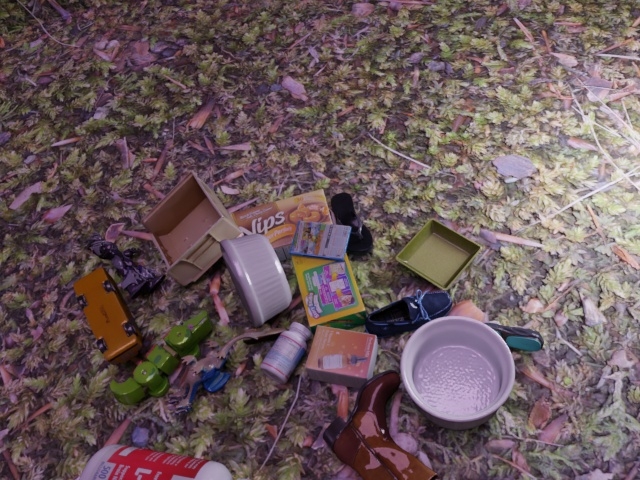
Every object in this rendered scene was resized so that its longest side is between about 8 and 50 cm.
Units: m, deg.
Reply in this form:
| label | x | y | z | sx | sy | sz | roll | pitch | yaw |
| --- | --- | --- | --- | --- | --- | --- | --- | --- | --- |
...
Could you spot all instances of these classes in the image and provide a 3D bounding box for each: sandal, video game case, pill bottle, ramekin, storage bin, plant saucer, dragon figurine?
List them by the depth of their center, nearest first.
| label | x | y | z | sx | sy | sz | roll | pitch | yaw |
| --- | --- | --- | --- | --- | --- | --- | --- | --- | --- |
| pill bottle | -0.352 | 0.630 | 1.438 | 0.408 | 0.229 | 0.229 | 4 | 57 | 14 |
| ramekin | 0.347 | 0.347 | 1.550 | 0.277 | 0.135 | 0.277 | -5 | 55 | 8 |
| pill bottle | -0.093 | 0.311 | 1.690 | 0.087 | 0.087 | 0.160 | 22 | 63 | 24 |
| dragon figurine | -0.309 | 0.364 | 1.697 | 0.085 | 0.144 | 0.289 | 33 | 48 | 30 |
| ramekin | -0.182 | 0.103 | 1.741 | 0.127 | 0.272 | 0.272 | -23 | 55 | -12 |
| plant saucer | 0.352 | 0.049 | 1.806 | 0.188 | 0.045 | 0.188 | 34 | 68 | 29 |
| video game case | 0.000 | 0.000 | 1.824 | 0.166 | 0.015 | 0.119 | 7 | 60 | 14 |
| storage bin | -0.416 | -0.036 | 1.919 | 0.260 | 0.123 | 0.262 | -43 | 51 | 4 |
| sandal | 0.089 | -0.058 | 1.924 | 0.097 | 0.054 | 0.254 | -22 | 55 | -4 |

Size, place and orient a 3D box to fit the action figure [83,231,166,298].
| label | x | y | z | sx | sy | sz | roll | pitch | yaw |
| --- | --- | --- | --- | --- | --- | --- | --- | --- | --- |
| action figure | -0.637 | 0.061 | 1.929 | 0.285 | 0.185 | 0.099 | 39 | 101 | 15 |

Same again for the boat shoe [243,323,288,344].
| label | x | y | z | sx | sy | sz | roll | pitch | yaw |
| --- | --- | --- | --- | --- | --- | --- | --- | --- | --- |
| boat shoe | -0.161 | 0.265 | 1.757 | 0.136 | 0.050 | 0.045 | -11 | 60 | 4 |

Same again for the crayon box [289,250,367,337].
| label | x | y | z | sx | sy | sz | roll | pitch | yaw |
| --- | --- | --- | --- | --- | --- | --- | --- | --- | --- |
| crayon box | 0.021 | 0.134 | 1.791 | 0.166 | 0.081 | 0.278 | -17 | 55 | 0 |

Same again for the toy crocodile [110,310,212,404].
| label | x | y | z | sx | sy | sz | roll | pitch | yaw |
| --- | --- | --- | --- | --- | --- | --- | --- | --- | --- |
| toy crocodile | -0.444 | 0.332 | 1.727 | 0.105 | 0.115 | 0.340 | 31 | 67 | 28 |

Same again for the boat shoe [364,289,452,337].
| label | x | y | z | sx | sy | sz | roll | pitch | yaw |
| --- | --- | --- | --- | --- | --- | --- | --- | --- | --- |
| boat shoe | 0.252 | 0.206 | 1.692 | 0.258 | 0.089 | 0.109 | -24 | 55 | -6 |

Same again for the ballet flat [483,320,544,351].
| label | x | y | z | sx | sy | sz | roll | pitch | yaw |
| --- | --- | --- | --- | --- | --- | --- | --- | --- | --- |
| ballet flat | 0.497 | 0.254 | 1.631 | 0.203 | 0.074 | 0.074 | 6 | 58 | 22 |

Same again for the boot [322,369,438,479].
| label | x | y | z | sx | sy | sz | roll | pitch | yaw |
| --- | --- | --- | --- | --- | --- | --- | --- | --- | --- |
| boot | 0.174 | 0.481 | 1.475 | 0.264 | 0.096 | 0.280 | -40 | 43 | -15 |

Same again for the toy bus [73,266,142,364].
| label | x | y | z | sx | sy | sz | roll | pitch | yaw |
| --- | --- | --- | --- | --- | --- | --- | --- | --- | --- |
| toy bus | -0.635 | 0.231 | 1.825 | 0.108 | 0.130 | 0.332 | -32 | 56 | -12 |

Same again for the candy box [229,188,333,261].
| label | x | y | z | sx | sy | sz | roll | pitch | yaw |
| --- | --- | --- | --- | --- | --- | --- | --- | --- | --- |
| candy box | -0.119 | -0.035 | 1.929 | 0.317 | 0.087 | 0.182 | -15 | 55 | 1 |

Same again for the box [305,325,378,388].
| label | x | y | z | sx | sy | sz | roll | pitch | yaw |
| --- | --- | --- | --- | --- | --- | --- | --- | --- | --- |
| box | 0.062 | 0.320 | 1.651 | 0.171 | 0.091 | 0.130 | 6 | 58 | 16 |
